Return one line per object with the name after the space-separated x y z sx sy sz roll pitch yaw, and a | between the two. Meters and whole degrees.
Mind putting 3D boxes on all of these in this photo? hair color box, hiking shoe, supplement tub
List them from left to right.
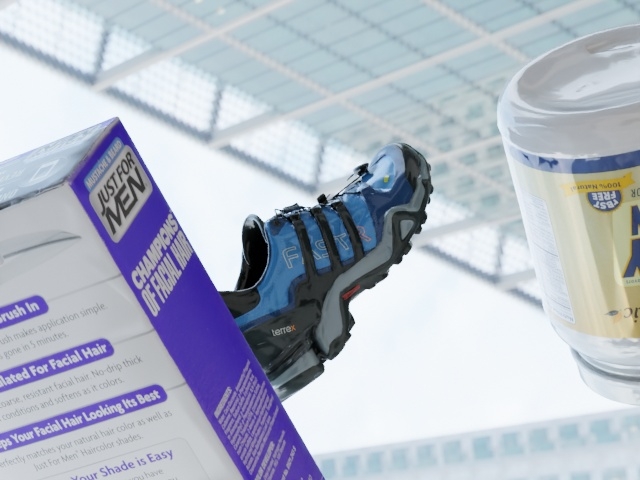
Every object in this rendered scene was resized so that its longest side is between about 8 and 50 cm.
-0.143 0.106 1.100 0.339 0.185 0.110 62 -154 -22 | hair color box
0.000 0.000 1.504 0.132 0.113 0.304 40 -126 -10 | hiking shoe
0.308 -0.024 1.563 0.228 0.228 0.316 -42 -55 -40 | supplement tub
